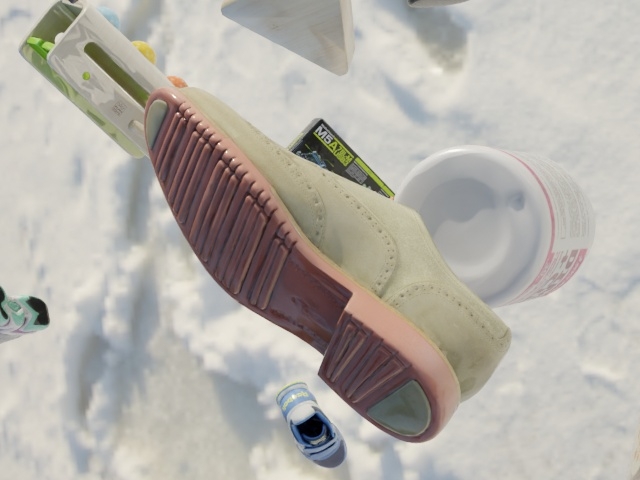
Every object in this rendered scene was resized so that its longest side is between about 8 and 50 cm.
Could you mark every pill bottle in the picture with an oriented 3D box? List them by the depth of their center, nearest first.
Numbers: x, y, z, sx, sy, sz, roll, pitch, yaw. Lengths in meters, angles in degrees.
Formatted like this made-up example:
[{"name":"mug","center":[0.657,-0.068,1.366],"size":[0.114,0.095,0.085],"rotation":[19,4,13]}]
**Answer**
[{"name":"pill bottle","center":[0.190,-0.014,1.456],"size":[0.160,0.283,0.160],"rotation":[1,92,23]}]

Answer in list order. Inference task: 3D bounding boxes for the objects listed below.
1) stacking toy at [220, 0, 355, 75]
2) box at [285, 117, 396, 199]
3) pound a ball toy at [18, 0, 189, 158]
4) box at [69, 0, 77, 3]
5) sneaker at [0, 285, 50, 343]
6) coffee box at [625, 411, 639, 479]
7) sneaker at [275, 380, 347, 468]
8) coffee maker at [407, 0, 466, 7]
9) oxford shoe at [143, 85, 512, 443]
[{"name":"stacking toy","center":[-0.075,-0.181,0.714],"size":[0.279,0.308,0.130],"rotation":[113,177,-51]},{"name":"box","center":[0.000,-0.037,1.910],"size":[0.190,0.184,0.045],"rotation":[44,169,-13]},{"name":"pound a ball toy","center":[-0.259,-0.215,2.066],"size":[0.136,0.319,0.208],"rotation":[-53,34,-10]},{"name":"box","center":[-0.280,-0.345,1.518],"size":[0.116,0.029,0.162],"rotation":[46,147,2]},{"name":"sneaker","center":[-0.274,0.064,1.137],"size":[0.069,0.098,0.038],"rotation":[-25,59,23]},{"name":"coffee box","center":[0.268,0.126,0.936],"size":[0.141,0.098,0.247],"rotation":[92,-164,-60]},{"name":"sneaker","center":[-0.006,0.230,1.658],"size":[0.144,0.053,0.059],"rotation":[57,177,-39]},{"name":"coffee maker","center":[0.140,-0.374,1.640],"size":[0.171,0.120,0.178],"rotation":[33,-133,-82]},{"name":"oxford shoe","center":[0.000,0.000,1.260],"size":[0.397,0.146,0.140],"rotation":[48,144,11]}]
